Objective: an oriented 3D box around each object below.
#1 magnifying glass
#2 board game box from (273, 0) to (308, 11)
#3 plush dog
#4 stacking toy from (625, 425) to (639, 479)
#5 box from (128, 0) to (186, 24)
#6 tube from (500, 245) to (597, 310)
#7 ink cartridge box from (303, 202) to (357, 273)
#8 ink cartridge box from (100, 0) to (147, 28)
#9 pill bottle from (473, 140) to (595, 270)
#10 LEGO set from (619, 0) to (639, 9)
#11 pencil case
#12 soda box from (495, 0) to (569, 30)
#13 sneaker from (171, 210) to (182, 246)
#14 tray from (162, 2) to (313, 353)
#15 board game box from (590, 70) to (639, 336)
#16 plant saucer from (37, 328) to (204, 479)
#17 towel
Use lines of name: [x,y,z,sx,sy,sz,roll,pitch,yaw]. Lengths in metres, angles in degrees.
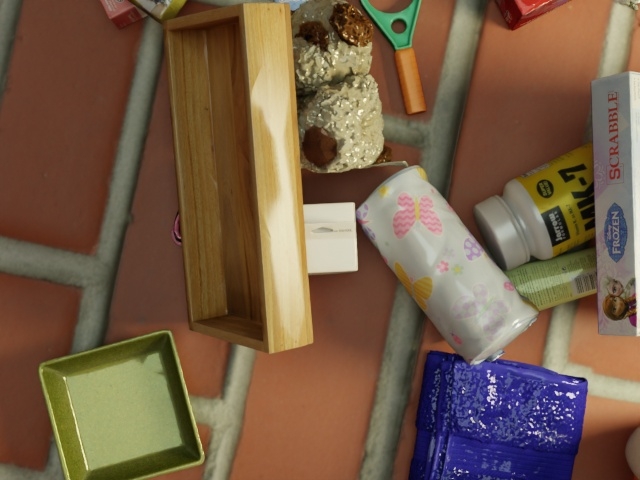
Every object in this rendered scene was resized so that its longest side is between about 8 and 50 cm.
magnifying glass: [0.111,-0.290,1.414,0.092,0.026,0.231,-12,88,-1]
board game box: [-0.027,-0.368,1.418,0.090,0.020,0.090,-14,89,-1]
plush dog: [0.012,-0.208,1.332,0.210,0.262,0.225,-7,98,-34]
stacking toy: [0.518,0.488,1.273,0.350,0.350,0.480,10,102,0]
box: [-0.171,-0.401,1.329,0.087,0.058,0.232,34,89,2]
tube: [0.279,0.066,1.386,0.240,0.062,0.070,-17,44,5]
ink cartridge box: [0.000,0.000,1.339,0.092,0.143,0.090,-4,87,0]
ink cartridge box: [-0.220,-0.390,1.394,0.198,0.067,0.115,-26,88,0]
pill bottle: [0.320,-0.047,1.358,0.208,0.119,0.119,-26,88,-2]
LEGO set: [0.454,-0.341,1.420,0.083,0.023,0.054,44,87,2]
pencil case: [0.166,0.030,1.331,0.124,0.113,0.273,-34,76,-20]
soda box: [0.364,-0.394,1.392,0.263,0.083,0.092,-27,87,-1]
sneaker: [-0.173,-0.050,1.383,0.047,0.057,0.119,16,86,3]
tray: [-0.105,-0.079,1.277,0.076,0.203,0.411,-10,100,-35]
board game box: [0.480,-0.041,1.306,0.318,0.066,0.319,2,86,-35]
plant saucer: [-0.268,0.233,1.374,0.188,0.045,0.188,-15,87,-1]
towel: [0.232,0.314,1.360,0.227,0.076,0.308,9,87,1]
